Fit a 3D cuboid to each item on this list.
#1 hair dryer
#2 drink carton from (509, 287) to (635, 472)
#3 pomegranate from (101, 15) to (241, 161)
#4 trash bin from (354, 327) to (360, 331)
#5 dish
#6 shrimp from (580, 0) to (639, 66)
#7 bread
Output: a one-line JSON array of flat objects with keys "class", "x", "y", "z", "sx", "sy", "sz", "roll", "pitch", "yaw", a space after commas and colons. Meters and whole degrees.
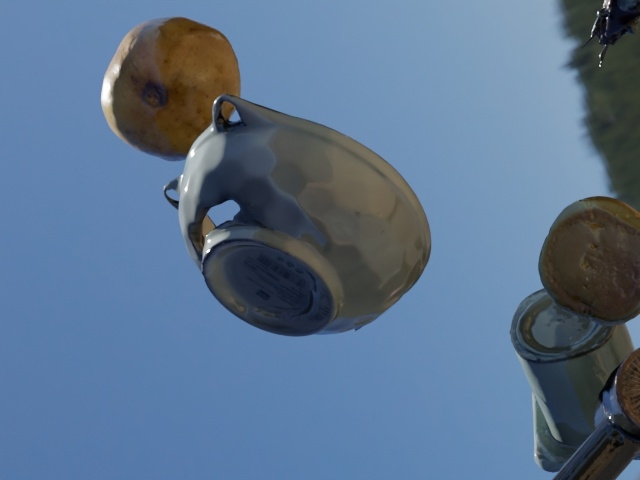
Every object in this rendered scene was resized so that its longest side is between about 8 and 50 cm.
[{"class": "hair dryer", "x": 0.284, "y": 0.273, "z": 1.843, "sx": 0.107, "sy": 0.352, "sz": 0.189, "roll": 42, "pitch": 169, "yaw": 12}, {"class": "drink carton", "x": 0.343, "y": 0.160, "z": 2.145, "sx": 0.185, "sy": 0.191, "sz": 0.189, "roll": -80, "pitch": -29, "yaw": -50}, {"class": "pomegranate", "x": -0.188, "y": -0.194, "z": 2.078, "sx": 0.196, "sy": 0.196, "sz": 0.196, "roll": 56, "pitch": -162, "yaw": -30}, {"class": "trash bin", "x": 0.000, "y": 0.000, "z": 2.267, "sx": 0.163, "sy": 0.184, "sz": 0.234, "roll": 4, "pitch": -127, "yaw": -21}, {"class": "dish", "x": -0.036, "y": 0.006, "z": 1.682, "sx": 0.303, "sy": 0.303, "sz": 0.120, "roll": 55, "pitch": -137, "yaw": -33}, {"class": "shrimp", "x": 0.469, "y": -0.423, "z": 2.208, "sx": 0.221, "sy": 0.410, "sz": 0.166, "roll": 32, "pitch": -138, "yaw": 4}, {"class": "bread", "x": 0.232, "y": 0.017, "z": 1.364, "sx": 0.024, "sy": 0.110, "sz": 0.110, "roll": 2, "pitch": -116, "yaw": -63}]
